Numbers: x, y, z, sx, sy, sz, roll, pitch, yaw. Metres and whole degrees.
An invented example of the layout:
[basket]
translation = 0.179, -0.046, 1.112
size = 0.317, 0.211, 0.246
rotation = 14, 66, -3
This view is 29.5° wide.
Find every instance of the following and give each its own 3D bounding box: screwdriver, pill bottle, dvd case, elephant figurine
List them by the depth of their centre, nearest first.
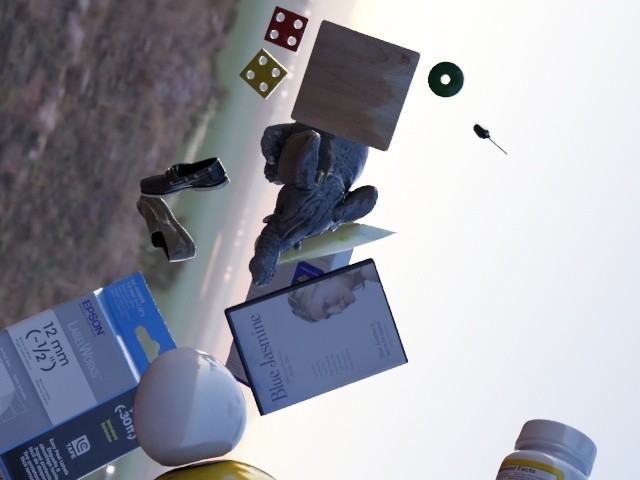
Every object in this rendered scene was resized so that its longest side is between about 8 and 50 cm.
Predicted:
[pill bottle]
translation = 0.262, 0.331, 1.482
size = 0.119, 0.119, 0.208
rotation = 111, 5, -61
[elephant figurine]
translation = -0.005, -0.066, 1.653
size = 0.239, 0.169, 0.186
rotation = -90, -175, -60
[dvd case]
translation = -0.006, 0.151, 1.917
size = 0.022, 0.253, 0.180
rotation = -163, -126, -82
[screwdriver]
translation = 0.320, -0.191, 2.273
size = 0.170, 0.024, 0.025
rotation = -128, -130, -68

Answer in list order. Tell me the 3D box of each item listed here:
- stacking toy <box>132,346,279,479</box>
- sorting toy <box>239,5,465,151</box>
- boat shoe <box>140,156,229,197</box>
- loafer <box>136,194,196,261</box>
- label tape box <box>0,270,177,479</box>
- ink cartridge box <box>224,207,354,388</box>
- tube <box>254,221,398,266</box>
[stacking toy]
translation = -0.107, 0.345, 1.215
size = 0.350, 0.350, 0.480
rotation = 134, -56, -84
[sorting toy]
translation = 0.038, -0.199, 1.543
size = 0.046, 0.274, 0.132
rotation = -34, 143, -77
[boat shoe]
translation = -0.188, -0.087, 1.647
size = 0.049, 0.133, 0.042
rotation = -61, 138, -52
[loafer]
translation = -0.261, -0.021, 1.982
size = 0.050, 0.148, 0.056
rotation = -29, 147, -28
[label tape box]
translation = -0.363, 0.217, 1.862
size = 0.249, 0.347, 0.115
rotation = 65, -25, -1
[ink cartridge box]
translation = -0.058, 0.121, 2.221
size = 0.065, 0.165, 0.333
rotation = 7, 106, -55
[tube]
translation = 0.000, 0.000, 1.960
size = 0.062, 0.240, 0.070
rotation = 63, 39, -21
